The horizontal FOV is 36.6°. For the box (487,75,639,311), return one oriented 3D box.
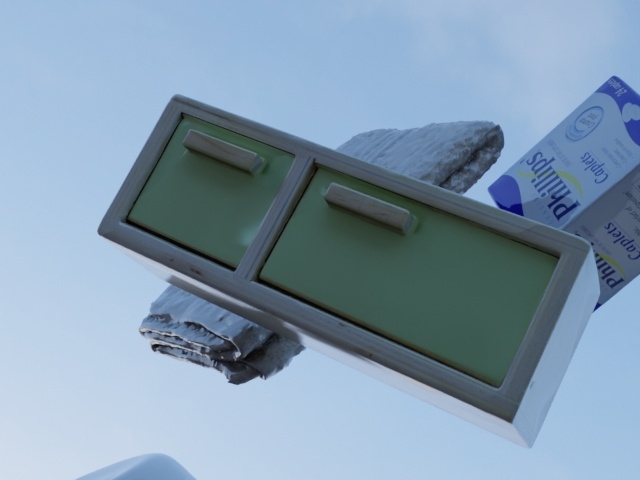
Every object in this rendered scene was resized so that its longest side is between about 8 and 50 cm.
[{"bbox_3d":[0.210,-0.037,0.722,0.072,0.126,0.137,40,-73,-22],"label":"box"}]

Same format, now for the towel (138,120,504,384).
[{"bbox_3d":[0.000,0.000,0.742,0.187,0.282,0.049,5,-48,58],"label":"towel"}]

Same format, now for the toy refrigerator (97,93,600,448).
[{"bbox_3d":[0.012,0.011,0.557,0.269,0.102,0.094,23,-12,26],"label":"toy refrigerator"}]

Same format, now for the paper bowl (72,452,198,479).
[{"bbox_3d":[-0.191,0.282,0.813,0.284,0.284,0.148,-23,-92,26],"label":"paper bowl"}]
